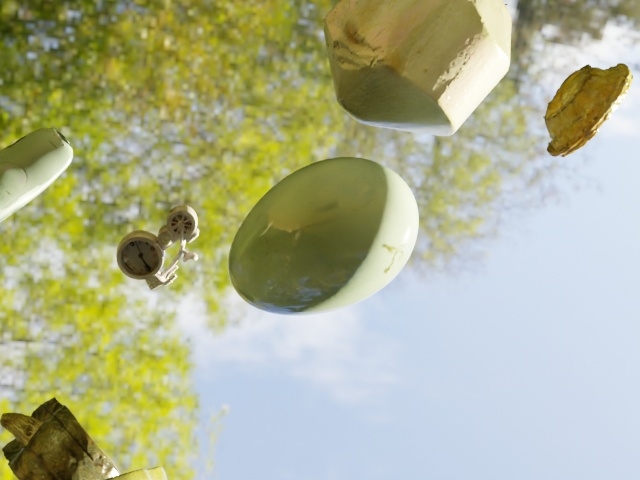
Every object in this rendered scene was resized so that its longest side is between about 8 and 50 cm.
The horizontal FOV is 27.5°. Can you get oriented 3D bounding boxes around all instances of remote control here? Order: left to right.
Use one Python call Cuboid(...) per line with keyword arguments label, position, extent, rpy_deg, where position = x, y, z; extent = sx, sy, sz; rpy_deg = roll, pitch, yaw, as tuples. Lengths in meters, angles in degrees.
Cuboid(label="remote control", position=(-0.492, -0.094, 2.045), extent=(0.097, 0.045, 0.256), rpy_deg=(45, -123, -2))

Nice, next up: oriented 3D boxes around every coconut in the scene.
Cuboid(label="coconut", position=(0.113, -0.235, 1.616), extent=(0.241, 0.241, 0.241), rpy_deg=(9, -155, -4))

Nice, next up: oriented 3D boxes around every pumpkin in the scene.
Cuboid(label="pumpkin", position=(-0.422, 0.325, 2.039), extent=(0.248, 0.126, 0.131), rpy_deg=(33, -104, 36))

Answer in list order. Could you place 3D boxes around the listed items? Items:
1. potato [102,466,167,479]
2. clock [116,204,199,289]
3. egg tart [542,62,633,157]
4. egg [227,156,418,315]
Cuboid(label="potato", position=(-0.214, 0.290, 1.344), extent=(0.149, 0.120, 0.081), rpy_deg=(-23, -103, -15))
Cuboid(label="clock", position=(-0.214, 0.009, 1.783), extent=(0.087, 0.129, 0.041), rpy_deg=(50, -169, -17))
Cuboid(label="egg tart", position=(0.425, -0.220, 2.130), extent=(0.074, 0.191, 0.191), rpy_deg=(37, -157, -10))
Cuboid(label="egg", position=(0.000, 0.000, 1.637), extent=(0.264, 0.183, 0.183), rpy_deg=(-28, -165, 21))
